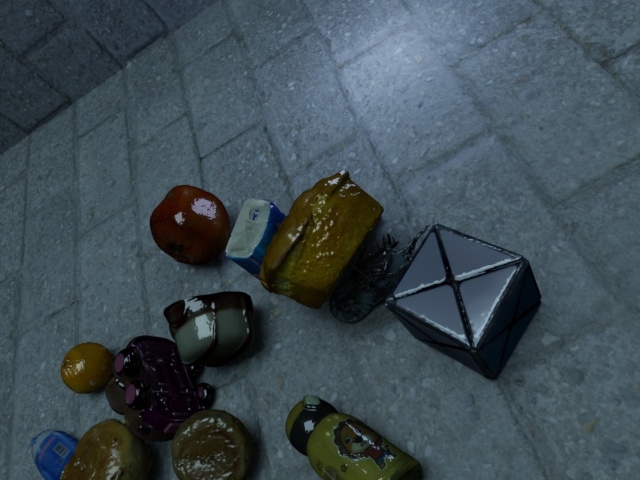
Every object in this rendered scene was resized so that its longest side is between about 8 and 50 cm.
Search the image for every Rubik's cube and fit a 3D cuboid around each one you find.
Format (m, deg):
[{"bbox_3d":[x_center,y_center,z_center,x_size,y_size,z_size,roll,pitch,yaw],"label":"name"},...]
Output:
[{"bbox_3d":[0.350,0.148,1.335,0.254,0.260,0.259,24,79,39],"label":"Rubik's cube"}]

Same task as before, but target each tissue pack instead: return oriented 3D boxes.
[{"bbox_3d":[-0.145,0.020,1.691,0.137,0.270,0.209,1,62,33],"label":"tissue pack"}]

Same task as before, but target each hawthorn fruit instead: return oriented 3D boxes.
[{"bbox_3d":[-0.452,-0.062,1.933,0.275,0.275,0.300,-20,44,19],"label":"hawthorn fruit"}]

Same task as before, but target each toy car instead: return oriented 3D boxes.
[{"bbox_3d":[-0.510,0.467,1.667,0.240,0.271,0.341,-51,48,18],"label":"toy car"}]

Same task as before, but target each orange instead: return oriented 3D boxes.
[{"bbox_3d":[-0.805,0.437,1.909,0.177,0.155,0.178,-7,59,12],"label":"orange"}]

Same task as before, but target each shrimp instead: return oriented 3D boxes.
[{"bbox_3d":[0.158,0.082,1.539,0.137,0.172,0.372,35,99,8],"label":"shrimp"}]

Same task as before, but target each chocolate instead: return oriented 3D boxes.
[{"bbox_3d":[-0.325,0.280,1.664,0.283,0.283,0.186,-19,69,20],"label":"chocolate"}]

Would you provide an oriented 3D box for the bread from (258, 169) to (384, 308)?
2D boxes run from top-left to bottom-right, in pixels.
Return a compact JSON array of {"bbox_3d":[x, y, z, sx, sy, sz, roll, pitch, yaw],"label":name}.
[{"bbox_3d":[0.000,0.000,1.487,0.215,0.398,0.398,33,81,5],"label":"bread"}]

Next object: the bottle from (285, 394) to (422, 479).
[{"bbox_3d":[0.056,0.512,1.342,0.351,0.171,0.172,26,77,38],"label":"bottle"}]

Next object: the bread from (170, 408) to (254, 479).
[{"bbox_3d":[-0.290,0.570,1.511,0.229,0.123,0.230,-1,85,8],"label":"bread"}]

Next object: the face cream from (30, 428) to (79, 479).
[{"bbox_3d":[-0.864,0.710,1.818,0.263,0.083,0.149,15,70,36],"label":"face cream"}]

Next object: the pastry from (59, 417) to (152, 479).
[{"bbox_3d":[-0.619,0.696,1.619,0.284,0.184,0.316,8,68,41],"label":"pastry"}]

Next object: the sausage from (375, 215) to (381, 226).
[{"bbox_3d":[0.067,-0.003,1.700,0.289,0.086,0.086,-42,50,1],"label":"sausage"}]
